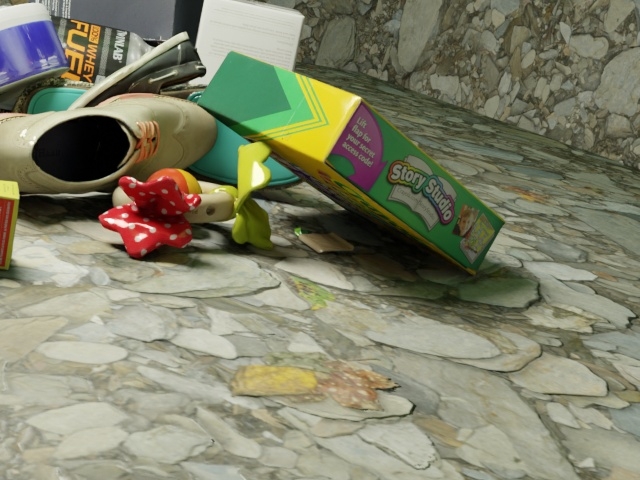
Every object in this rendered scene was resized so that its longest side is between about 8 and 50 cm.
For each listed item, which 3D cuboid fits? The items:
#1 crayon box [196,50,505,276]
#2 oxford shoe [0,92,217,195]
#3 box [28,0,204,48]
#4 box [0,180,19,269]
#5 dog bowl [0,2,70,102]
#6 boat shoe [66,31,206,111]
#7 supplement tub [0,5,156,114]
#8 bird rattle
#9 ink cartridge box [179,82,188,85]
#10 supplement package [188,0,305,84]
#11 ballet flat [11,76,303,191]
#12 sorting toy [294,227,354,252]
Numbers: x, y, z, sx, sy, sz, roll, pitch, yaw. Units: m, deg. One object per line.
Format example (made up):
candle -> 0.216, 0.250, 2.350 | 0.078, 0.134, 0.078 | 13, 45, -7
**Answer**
crayon box -> 0.046, -0.110, 1.386 | 0.363, 0.106, 0.313 | 33, -1, -42
oxford shoe -> -0.270, -0.123, 1.311 | 0.146, 0.140, 0.397 | 6, 17, 40
box -> -0.374, -0.471, 1.980 | 0.313, 0.179, 0.343 | 7, 2, 13
box -> -0.429, -0.028, 0.971 | 0.232, 0.087, 0.058 | 8, 18, -22
dog bowl -> -0.521, -0.261, 1.458 | 0.265, 0.104, 0.265 | -22, 10, 4
boat shoe -> -0.274, -0.225, 1.429 | 0.233, 0.079, 0.084 | -36, 17, -24
supplement tub -> -0.445, -0.301, 1.747 | 0.316, 0.193, 0.193 | 8, 16, -16
bird rattle -> -0.182, -0.041, 1.250 | 0.253, 0.143, 0.207 | -17, 19, -38
ink cartridge box -> -0.210, -0.275, 1.997 | 0.198, 0.114, 0.273 | 0, 20, -44
supplement package -> -0.147, -0.282, 1.732 | 0.178, 0.293, 0.175 | 11, 16, -9
ballet flat -> -0.250, -0.177, 1.567 | 0.483, 0.164, 0.182 | 6, 2, -17
sorting toy -> 0.000, 0.000, 1.370 | 0.062, 0.012, 0.083 | -5, 26, -38
